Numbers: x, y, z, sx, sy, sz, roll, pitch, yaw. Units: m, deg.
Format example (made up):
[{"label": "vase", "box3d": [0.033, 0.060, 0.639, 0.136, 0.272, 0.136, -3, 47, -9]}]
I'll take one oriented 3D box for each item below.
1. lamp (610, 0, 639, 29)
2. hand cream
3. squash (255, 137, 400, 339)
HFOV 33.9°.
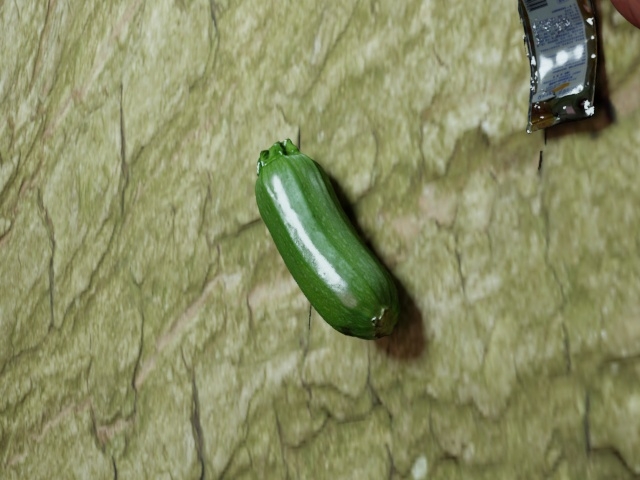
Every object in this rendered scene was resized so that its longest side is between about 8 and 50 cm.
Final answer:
[{"label": "lamp", "box3d": [0.241, -0.193, 0.600, 0.182, 0.140, 0.181, 180, 90, -67]}, {"label": "hand cream", "box3d": [0.165, -0.162, 0.756, 0.062, 0.039, 0.163, -9, 88, 47]}, {"label": "squash", "box3d": [0.000, 0.000, 0.908, 0.219, 0.068, 0.077, 61, 146, 31]}]
